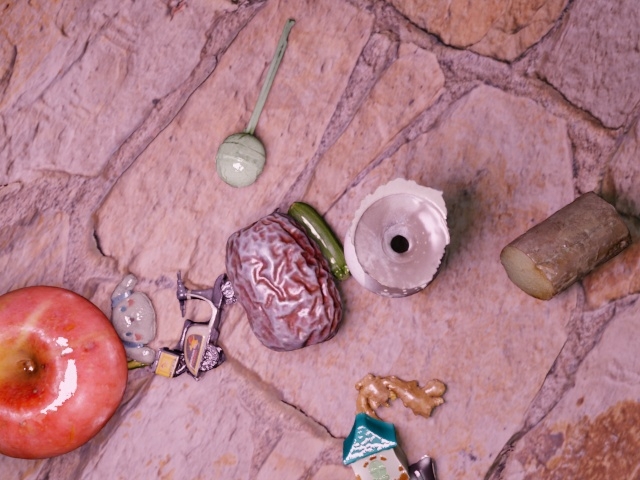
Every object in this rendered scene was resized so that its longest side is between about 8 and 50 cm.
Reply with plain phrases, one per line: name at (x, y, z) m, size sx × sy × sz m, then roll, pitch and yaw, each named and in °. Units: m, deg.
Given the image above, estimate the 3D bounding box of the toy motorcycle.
toy motorcycle at (-0.281, 0.195, 1.597) m, size 0.157 × 0.091 × 0.263 m, roll 15°, pitch 85°, yaw 6°

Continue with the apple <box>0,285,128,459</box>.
apple at (-0.593, 0.281, 1.480) m, size 0.364 × 0.364 × 0.364 m, roll 0°, pitch 85°, yaw 1°

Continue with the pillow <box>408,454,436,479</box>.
pillow at (0.235, 0.567, 1.572) m, size 0.091 × 0.055 × 0.135 m, roll -31°, pitch 81°, yaw 30°

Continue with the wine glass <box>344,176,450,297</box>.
wine glass at (0.162, 0.007, 1.487) m, size 0.238 × 0.323 × 0.238 m, roll 0°, pitch 86°, yaw -1°

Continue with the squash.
squash at (0.000, 0.000, 1.613) m, size 0.068 × 0.077 × 0.219 m, roll -37°, pitch 81°, yaw 18°

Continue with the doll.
doll at (-0.434, 0.185, 1.610) m, size 0.103 × 0.071 × 0.214 m, roll -12°, pitch 90°, yaw 7°

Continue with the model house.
model house at (0.115, 0.466, 1.539) m, size 0.127 × 0.100 × 0.149 m, roll -23°, pitch 97°, yaw 6°

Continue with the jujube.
jujube at (-0.083, 0.093, 1.537) m, size 0.226 × 0.226 × 0.317 m, roll -23°, pitch 88°, yaw -1°

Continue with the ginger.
ginger at (0.173, 0.360, 1.590) m, size 0.176 × 0.052 × 0.193 m, roll 42°, pitch 88°, yaw -1°

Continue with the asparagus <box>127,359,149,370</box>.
asparagus at (-0.447, 0.292, 1.624) m, size 0.108 × 0.021 × 0.025 m, roll -11°, pitch 84°, yaw 0°

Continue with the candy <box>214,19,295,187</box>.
candy at (-0.143, -0.333, 1.646) m, size 0.119 × 0.119 × 0.440 m, roll 16°, pitch 78°, yaw 3°

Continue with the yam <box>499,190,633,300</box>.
yam at (0.559, 0.013, 1.564) m, size 0.268 × 0.161 × 0.161 m, roll -33°, pitch 85°, yaw -4°
